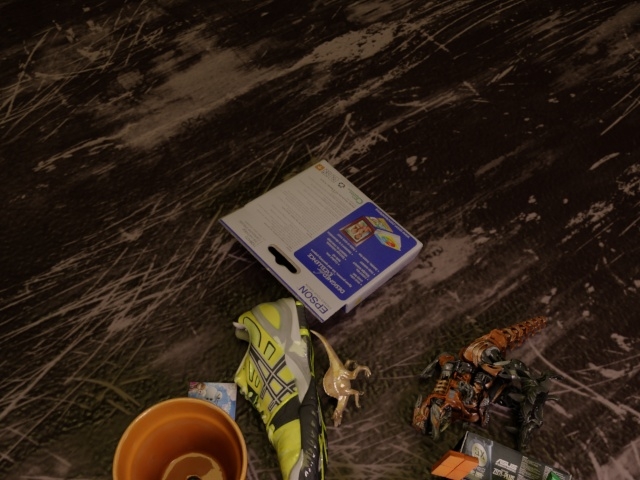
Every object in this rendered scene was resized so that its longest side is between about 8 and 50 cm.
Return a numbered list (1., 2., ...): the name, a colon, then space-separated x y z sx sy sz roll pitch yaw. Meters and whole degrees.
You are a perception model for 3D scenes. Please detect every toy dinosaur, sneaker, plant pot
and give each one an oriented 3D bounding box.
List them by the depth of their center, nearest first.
1. plant pot: -0.220 0.387 1.160 0.205 0.188 0.205 2 59 -3
2. sneaker: -0.074 0.283 1.272 0.147 0.145 0.385 -10 49 0
3. toy dinosaur: 0.313 0.251 1.298 0.218 0.164 0.322 34 84 34
4. toy dinosaur: 0.041 0.248 1.308 0.092 0.053 0.183 -6 81 -32

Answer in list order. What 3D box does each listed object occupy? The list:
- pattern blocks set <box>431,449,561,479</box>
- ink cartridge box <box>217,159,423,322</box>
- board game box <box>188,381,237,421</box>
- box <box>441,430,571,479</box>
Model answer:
1. pattern blocks set: 0.240 0.464 1.118 0.324 0.026 0.285 -25 102 16
2. ink cartridge box: 0.000 0.000 1.444 0.307 0.072 0.303 -35 67 -31
3. board game box: -0.202 0.309 1.305 0.090 0.020 0.090 2 59 -3
4. box: 0.306 0.411 1.193 0.180 0.147 0.077 21 61 10
